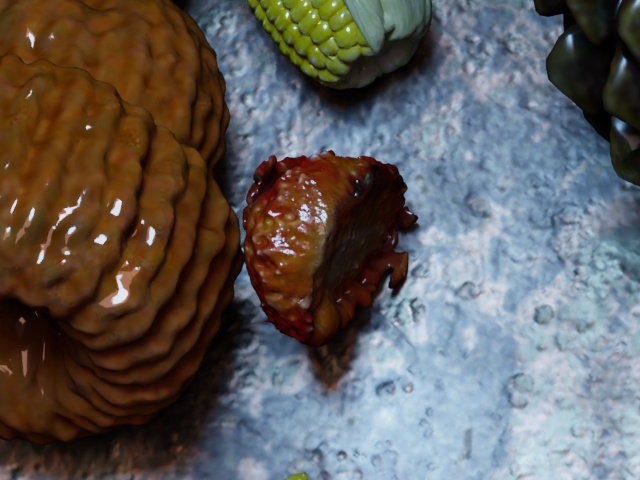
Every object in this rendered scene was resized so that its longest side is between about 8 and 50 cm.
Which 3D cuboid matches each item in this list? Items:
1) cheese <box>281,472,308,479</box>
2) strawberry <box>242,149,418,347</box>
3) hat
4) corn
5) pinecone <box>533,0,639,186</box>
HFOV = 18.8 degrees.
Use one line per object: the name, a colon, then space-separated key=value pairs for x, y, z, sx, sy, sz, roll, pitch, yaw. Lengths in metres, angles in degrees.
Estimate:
cheese: x=-0.078 y=0.222 z=1.218 sx=0.171 sy=0.093 sz=0.126 roll=-6 pitch=75 yaw=6
strawberry: x=0.000 y=0.000 z=1.237 sx=0.082 sy=0.188 sz=0.121 roll=16 pitch=98 yaw=16
hat: x=-0.155 y=-0.069 z=1.277 sx=0.285 sy=0.285 sz=0.400 roll=17 pitch=51 yaw=12
corn: x=-0.029 y=-0.248 z=1.324 sx=0.122 sy=0.123 sz=0.305 roll=-31 pitch=83 yaw=23
pinecone: x=0.330 y=-0.190 z=1.154 sx=0.398 sy=0.398 sz=0.397 roll=-2 pitch=73 yaw=7
